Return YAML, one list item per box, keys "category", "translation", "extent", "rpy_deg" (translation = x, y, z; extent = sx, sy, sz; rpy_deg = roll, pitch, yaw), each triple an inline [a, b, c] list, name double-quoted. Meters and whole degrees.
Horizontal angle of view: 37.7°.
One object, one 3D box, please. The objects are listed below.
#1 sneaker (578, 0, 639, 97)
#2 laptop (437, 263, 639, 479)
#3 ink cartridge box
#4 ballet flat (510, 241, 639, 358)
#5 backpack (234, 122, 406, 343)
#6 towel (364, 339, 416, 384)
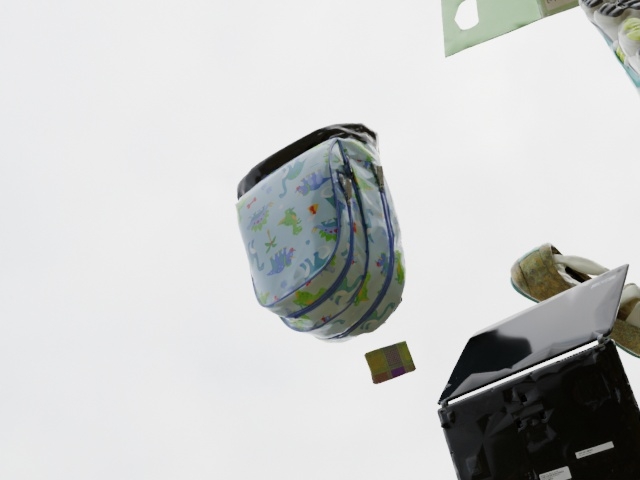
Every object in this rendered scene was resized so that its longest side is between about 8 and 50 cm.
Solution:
- category: "sneaker"
  translation: [0.295, -0.162, 0.820]
  extent: [0.107, 0.275, 0.110]
  rpy_deg: [-13, -51, 11]
- category: "laptop"
  translation: [0.266, 0.185, 1.058]
  extent: [0.234, 0.264, 0.136]
  rpy_deg: [-32, -26, 35]
- category: "ink cartridge box"
  translation: [0.244, -0.313, 1.088]
  extent: [0.235, 0.171, 0.056]
  rpy_deg: [-16, -53, 18]
- category: "ballet flat"
  translation: [0.499, 0.105, 1.656]
  extent: [0.348, 0.123, 0.123]
  rpy_deg: [27, -81, -16]
- category: "backpack"
  translation: [0.000, 0.000, 1.569]
  extent: [0.290, 0.355, 0.273]
  rpy_deg: [-28, -22, 23]
- category: "towel"
  translation: [0.122, 0.216, 1.662]
  extent: [0.083, 0.009, 0.060]
  rpy_deg: [-21, -97, 11]
